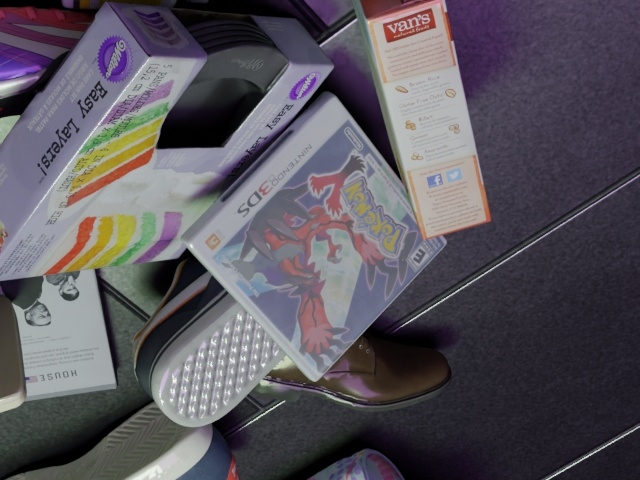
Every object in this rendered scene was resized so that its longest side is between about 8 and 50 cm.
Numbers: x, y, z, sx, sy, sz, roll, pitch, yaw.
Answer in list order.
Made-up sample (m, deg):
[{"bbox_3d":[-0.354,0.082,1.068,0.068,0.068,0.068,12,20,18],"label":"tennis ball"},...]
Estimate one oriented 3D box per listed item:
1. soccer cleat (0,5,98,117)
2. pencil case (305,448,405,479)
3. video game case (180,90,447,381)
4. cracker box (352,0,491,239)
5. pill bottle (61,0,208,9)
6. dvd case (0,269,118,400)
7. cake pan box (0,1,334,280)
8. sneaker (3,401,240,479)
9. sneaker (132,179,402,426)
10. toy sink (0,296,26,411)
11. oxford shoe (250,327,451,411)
[{"bbox_3d":[-0.259,-0.152,1.144,0.318,0.116,0.108,-18,169,-14],"label":"soccer cleat"},{"bbox_3d":[-0.020,0.344,1.596,0.273,0.113,0.124,-34,117,16],"label":"pencil case"},{"bbox_3d":[0.000,0.000,1.262,0.183,0.023,0.201,-46,124,-9],"label":"video game case"},{"bbox_3d":[0.078,-0.138,1.179,0.067,0.155,0.232,-17,131,3],"label":"cracker box"},{"bbox_3d":[-0.147,-0.215,1.130,0.116,0.065,0.065,0,130,-11],"label":"pill bottle"},{"bbox_3d":[-0.299,0.065,1.361,0.179,0.029,0.238,-7,131,-5],"label":"dvd case"},{"bbox_3d":[-0.140,-0.082,1.163,0.267,0.070,0.246,-48,160,26],"label":"cake pan box"},{"bbox_3d":[-0.241,0.307,1.510,0.350,0.131,0.148,-27,125,12],"label":"sneaker"},{"bbox_3d":[-0.044,0.036,1.338,0.321,0.127,0.126,-35,121,-15],"label":"sneaker"},{"bbox_3d":[-0.389,0.081,1.228,0.234,0.152,0.131,-15,127,-7],"label":"toy sink"},{"bbox_3d":[0.032,0.115,1.436,0.227,0.083,0.096,6,124,-17],"label":"oxford shoe"}]
